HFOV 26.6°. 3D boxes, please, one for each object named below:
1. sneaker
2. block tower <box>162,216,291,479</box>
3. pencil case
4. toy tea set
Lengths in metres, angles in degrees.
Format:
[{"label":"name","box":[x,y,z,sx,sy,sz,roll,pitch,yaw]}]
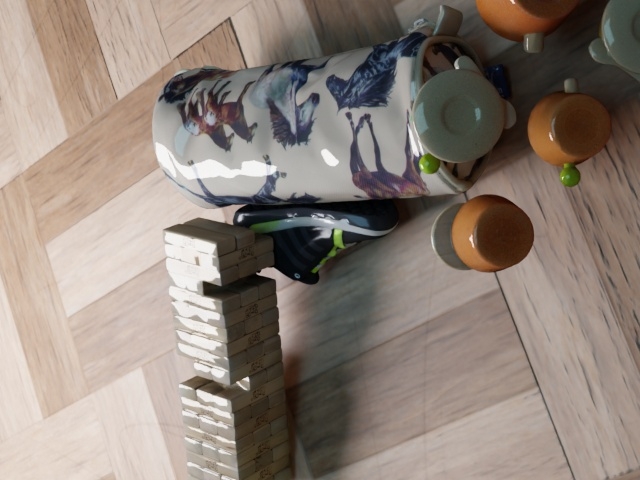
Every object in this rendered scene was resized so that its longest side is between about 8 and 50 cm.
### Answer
[{"label":"sneaker","box":[0.000,0.000,1.535,0.235,0.084,0.097,0,109,44]},{"label":"block tower","box":[-0.104,0.143,1.560,0.097,0.091,0.335,13,114,40]},{"label":"pencil case","box":[-0.005,-0.131,1.468,0.410,0.160,0.183,-3,78,39]},{"label":"toy tea set","box":[0.189,-0.132,1.289,0.200,0.124,0.336,34,88,-7]}]
